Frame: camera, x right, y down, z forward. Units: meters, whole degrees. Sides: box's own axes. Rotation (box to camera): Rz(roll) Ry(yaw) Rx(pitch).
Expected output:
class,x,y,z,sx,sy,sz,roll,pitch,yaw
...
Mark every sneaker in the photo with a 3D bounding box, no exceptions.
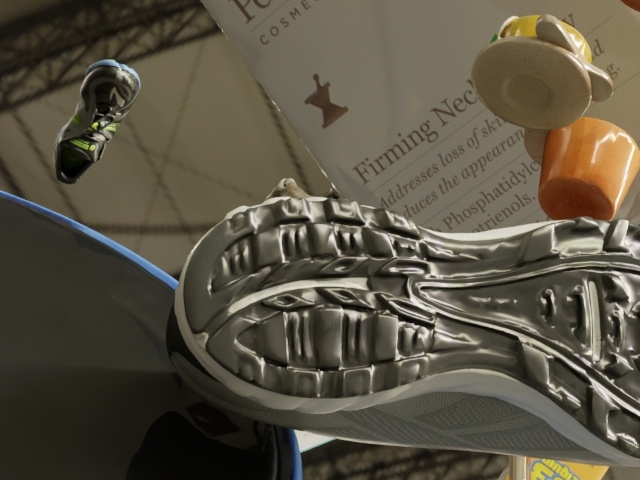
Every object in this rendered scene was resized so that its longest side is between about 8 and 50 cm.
class,x,y,z,sx,sy,sz,roll,pitch,yaw
sneaker,-0.260,-0.134,1.692,0.067,0.078,0.188,19,-47,-20
sneaker,0.064,0.044,0.624,0.271,0.100,0.108,10,-21,-16

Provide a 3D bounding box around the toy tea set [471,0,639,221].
class,x,y,z,sx,sy,sz,roll,pitch,yaw
toy tea set,0.228,-0.144,1.017,0.200,0.124,0.336,33,-36,-13

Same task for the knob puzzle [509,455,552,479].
class,x,y,z,sx,sy,sz,roll,pitch,yaw
knob puzzle,0.139,0.204,0.938,0.030,0.213,0.213,-1,-40,9

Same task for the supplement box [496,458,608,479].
class,x,y,z,sx,sy,sz,roll,pitch,yaw
supplement box,0.218,0.221,1.377,0.078,0.233,0.080,36,-22,6

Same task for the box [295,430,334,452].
class,x,y,z,sx,sy,sz,roll,pitch,yaw
box,0.017,0.131,1.385,0.060,0.244,0.100,-21,-95,50

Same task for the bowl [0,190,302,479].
class,x,y,z,sx,sy,sz,roll,pitch,yaw
bowl,-0.189,0.071,0.597,0.391,0.391,0.077,29,-67,18

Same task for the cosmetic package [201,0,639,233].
class,x,y,z,sx,sy,sz,roll,pitch,yaw
cosmetic package,0.173,-0.187,1.363,0.329,0.327,0.394,-36,-90,29

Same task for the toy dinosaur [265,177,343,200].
class,x,y,z,sx,sy,sz,roll,pitch,yaw
toy dinosaur,0.000,0.000,1.641,0.121,0.160,0.313,47,13,-13
